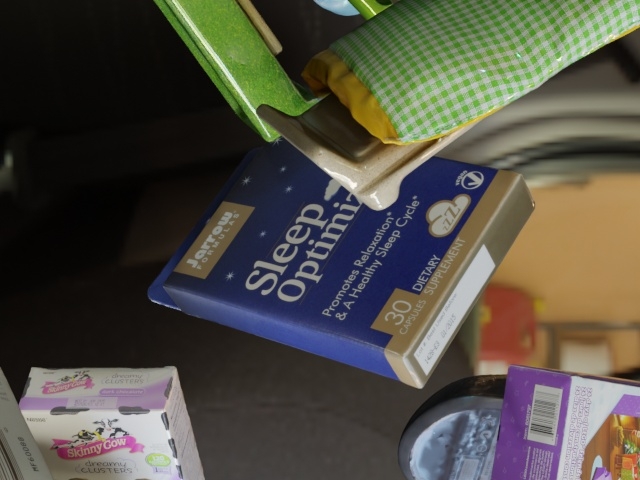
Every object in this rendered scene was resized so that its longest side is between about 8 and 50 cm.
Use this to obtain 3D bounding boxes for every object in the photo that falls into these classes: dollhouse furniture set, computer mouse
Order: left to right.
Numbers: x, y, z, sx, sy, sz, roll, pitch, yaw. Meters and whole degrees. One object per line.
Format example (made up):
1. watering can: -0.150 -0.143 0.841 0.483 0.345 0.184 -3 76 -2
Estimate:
1. dollhouse furniture set: 0.022 -0.155 0.884 0.151 0.197 0.301 55 -4 -21
2. computer mouse: 0.192 0.180 1.424 0.072 0.272 0.188 -105 -150 -57

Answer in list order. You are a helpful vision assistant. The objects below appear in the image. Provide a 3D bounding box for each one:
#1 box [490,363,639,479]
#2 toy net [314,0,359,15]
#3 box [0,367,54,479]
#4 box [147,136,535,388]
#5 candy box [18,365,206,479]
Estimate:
1. box: 0.177 0.231 0.976 0.057 0.201 0.293 6 -95 52
2. toy net: 0.029 -0.273 1.188 0.045 0.122 0.232 -33 163 -48
3. box: -0.202 0.109 0.778 0.101 0.087 0.102 11 40 -53
4. box: 0.000 0.000 0.971 0.136 0.225 0.036 -56 136 -23
5. candy box: -0.224 0.228 1.764 0.070 0.165 0.196 -79 163 -48
